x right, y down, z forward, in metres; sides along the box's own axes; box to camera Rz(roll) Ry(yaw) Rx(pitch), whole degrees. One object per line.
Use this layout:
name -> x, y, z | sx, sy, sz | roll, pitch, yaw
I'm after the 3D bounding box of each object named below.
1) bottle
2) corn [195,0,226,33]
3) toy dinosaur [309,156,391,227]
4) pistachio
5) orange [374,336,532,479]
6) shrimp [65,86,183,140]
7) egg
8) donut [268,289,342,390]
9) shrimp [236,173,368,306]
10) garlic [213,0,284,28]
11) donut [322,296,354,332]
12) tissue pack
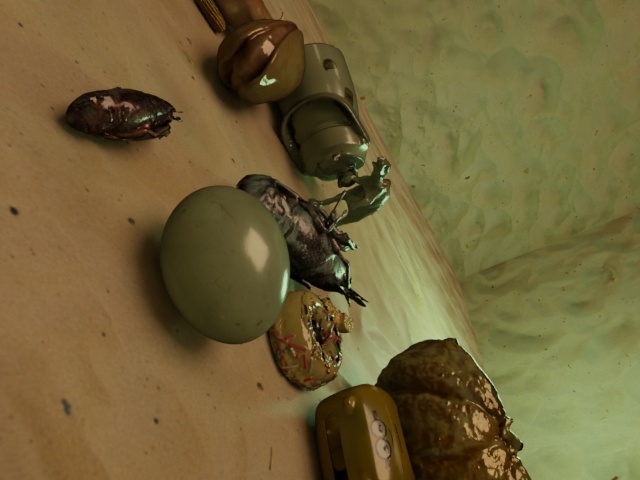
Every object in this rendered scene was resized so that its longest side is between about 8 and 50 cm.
bottle -> 0.001, -0.304, 1.161 | 0.229, 0.229, 0.351 | 25, 48, -61
corn -> -0.244, -0.512, 1.015 | 0.092, 0.037, 0.037 | 59, 20, -27
toy dinosaur -> 0.086, -0.089, 1.176 | 0.393, 0.206, 0.092 | 67, -1, -70
pistachio -> -0.116, -0.385, 0.974 | 0.162, 0.181, 0.293 | 47, 28, -3
orange -> 0.189, 0.372, 0.794 | 0.210, 0.271, 0.368 | -8, 72, -30
shrimp -> -0.233, -0.157, 0.575 | 0.074, 0.073, 0.190 | 66, 24, -10
egg -> -0.112, 0.028, 0.543 | 0.149, 0.149, 0.192 | 14, 61, -66
donut -> -0.017, 0.159, 0.754 | 0.174, 0.068, 0.174 | 52, 23, -32
shrimp -> -0.001, -0.001, 0.834 | 0.372, 0.172, 0.137 | 38, 27, -40
garlic -> -0.181, -0.580, 1.064 | 0.164, 0.145, 0.245 | -57, 145, -15
donut -> 0.029, 0.151, 0.894 | 0.083, 0.067, 0.038 | 82, 18, -47
tissue pack -> 0.060, 0.313, 0.684 | 0.127, 0.123, 0.178 | 29, 40, -45
